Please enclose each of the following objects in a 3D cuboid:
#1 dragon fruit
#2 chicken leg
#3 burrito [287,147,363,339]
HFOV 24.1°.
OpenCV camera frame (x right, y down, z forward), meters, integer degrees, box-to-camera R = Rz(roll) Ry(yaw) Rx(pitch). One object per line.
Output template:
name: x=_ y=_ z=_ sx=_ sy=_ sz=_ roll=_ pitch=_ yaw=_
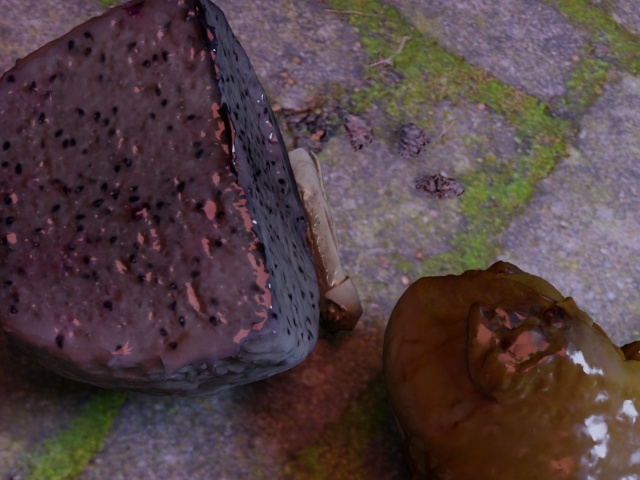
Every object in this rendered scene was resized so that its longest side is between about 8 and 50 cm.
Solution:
dragon fruit: x=-0.130 y=-0.013 z=1.111 sx=0.221 sy=0.204 sz=0.283 roll=-17 pitch=75 yaw=3
chicken leg: x=0.217 y=0.195 z=1.099 sx=0.295 sy=0.182 sz=0.409 roll=-1 pitch=58 yaw=-39
burrito: x=0.000 y=0.000 z=1.229 sx=0.041 sy=0.045 sz=0.185 roll=0 pitch=53 yaw=-23
